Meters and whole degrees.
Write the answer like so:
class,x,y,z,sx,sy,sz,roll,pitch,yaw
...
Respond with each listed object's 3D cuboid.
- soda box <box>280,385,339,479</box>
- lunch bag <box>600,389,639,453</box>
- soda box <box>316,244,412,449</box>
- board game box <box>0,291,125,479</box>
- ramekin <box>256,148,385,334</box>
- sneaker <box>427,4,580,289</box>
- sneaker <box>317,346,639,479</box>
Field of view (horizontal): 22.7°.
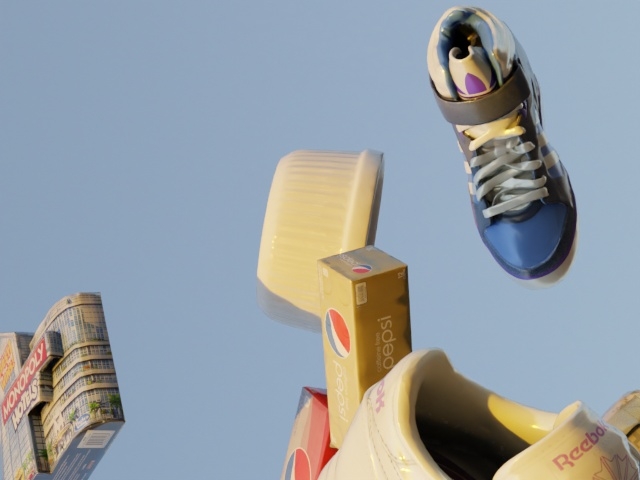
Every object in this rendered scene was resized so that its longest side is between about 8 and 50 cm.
class,x,y,z,sx,sy,sz,roll,pitch,yaw
soda box,0.003,0.286,1.611,0.083,0.092,0.263,9,-80,-24
lunch bag,0.270,0.306,1.553,0.235,0.169,0.287,-38,-42,-17
soda box,0.041,0.101,1.383,0.058,0.061,0.181,-15,-66,-26
board game box,-0.263,0.142,1.545,0.060,0.194,0.194,4,-130,-30
ramekin,0.000,0.000,1.684,0.109,0.207,0.207,9,-89,4
sneaker,0.200,-0.121,1.879,0.236,0.130,0.323,39,-141,-56
sneaker,0.128,0.169,0.741,0.114,0.305,0.152,-39,-24,-42
